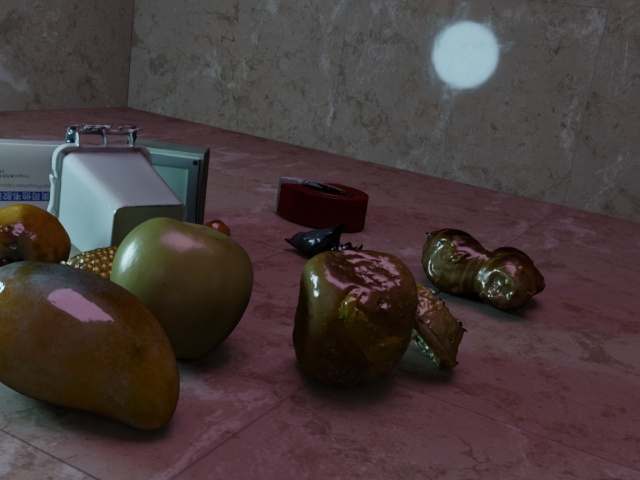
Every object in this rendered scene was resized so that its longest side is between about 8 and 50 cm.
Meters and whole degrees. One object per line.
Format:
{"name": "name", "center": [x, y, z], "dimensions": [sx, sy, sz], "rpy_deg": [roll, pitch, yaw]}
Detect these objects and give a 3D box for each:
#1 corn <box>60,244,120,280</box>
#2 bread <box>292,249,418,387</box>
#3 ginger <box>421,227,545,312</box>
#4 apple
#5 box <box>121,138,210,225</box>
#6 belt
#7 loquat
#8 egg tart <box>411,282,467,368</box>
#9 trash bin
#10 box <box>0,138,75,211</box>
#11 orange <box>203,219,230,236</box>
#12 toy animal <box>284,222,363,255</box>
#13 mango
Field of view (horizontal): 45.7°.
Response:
{"name": "corn", "center": [-0.350, 0.073, 1.526], "dimensions": [0.144, 0.144, 0.387], "rpy_deg": [20, 14, 35]}
{"name": "bread", "center": [0.060, 0.151, 1.309], "dimensions": [0.195, 0.246, 0.176], "rpy_deg": [-4, 43, -15]}
{"name": "ginger", "center": [0.402, 0.062, 1.908], "dimensions": [0.357, 0.152, 0.274], "rpy_deg": [21, 20, 33]}
{"name": "apple", "center": [-0.244, 0.082, 1.341], "dimensions": [0.262, 0.262, 0.262], "rpy_deg": [8, 16, -2]}
{"name": "box", "center": [-0.431, -0.149, 2.092], "dimensions": [0.225, 0.225, 0.117], "rpy_deg": [7, 16, -2]}
{"name": "belt", "center": [-0.007, -0.121, 2.410], "dimensions": [0.324, 0.115, 0.227], "rpy_deg": [16, 17, 27]}
{"name": "loquat", "center": [-0.606, 0.016, 1.538], "dimensions": [0.187, 0.176, 0.234], "rpy_deg": [-10, 15, -4]}
{"name": "egg tart", "center": [0.201, 0.150, 1.442], "dimensions": [0.212, 0.090, 0.212], "rpy_deg": [48, -4, 5]}
{"name": "trash bin", "center": [-0.469, -0.087, 1.778], "dimensions": [0.256, 0.296, 0.367], "rpy_deg": [-2, 25, -36]}
{"name": "box", "center": [-0.815, -0.166, 2.004], "dimensions": [0.343, 0.200, 0.065], "rpy_deg": [-2, 21, -33]}
{"name": "orange", "center": [-0.280, -0.025, 2.034], "dimensions": [0.086, 0.062, 0.086], "rpy_deg": [10, 17, -3]}
{"name": "toy animal", "center": [-0.003, -0.003, 2.004], "dimensions": [0.210, 0.117, 0.121], "rpy_deg": [20, 26, 30]}
{"name": "mango", "center": [-0.369, 0.152, 1.140], "dimensions": [0.384, 0.199, 0.221], "rpy_deg": [28, 17, 19]}
